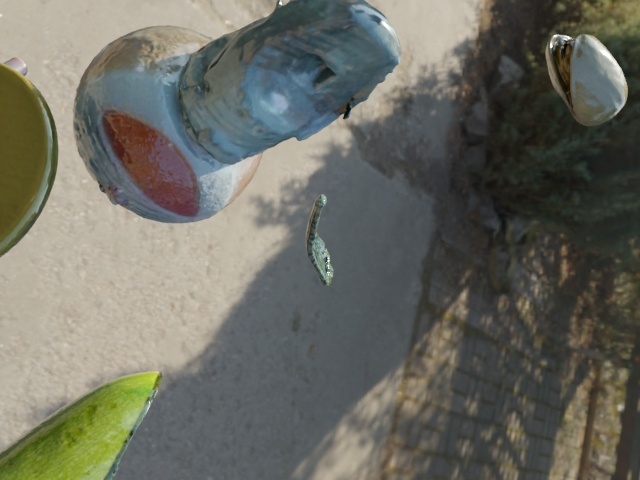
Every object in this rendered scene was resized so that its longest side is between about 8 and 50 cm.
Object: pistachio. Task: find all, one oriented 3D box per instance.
[{"bbox_3d":[0.497,-0.306,1.425,0.206,0.129,0.131,39,69,-36],"label":"pistachio"}]

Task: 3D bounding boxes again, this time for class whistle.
[{"bbox_3d":[-0.091,-0.111,0.651,0.189,0.348,0.189,16,68,-47],"label":"whistle"}]

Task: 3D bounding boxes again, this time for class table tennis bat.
[{"bbox_3d":[-0.359,-0.083,0.624,0.198,0.321,0.050,-63,163,-11],"label":"table tennis bat"}]

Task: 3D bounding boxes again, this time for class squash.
[{"bbox_3d":[-0.338,0.342,1.125,0.309,0.233,0.210,-29,80,-29],"label":"squash"}]

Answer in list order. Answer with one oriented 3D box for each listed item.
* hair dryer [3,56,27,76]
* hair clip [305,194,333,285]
[{"bbox_3d":[-0.510,-0.265,1.301,0.063,0.114,0.037,-49,175,-39],"label":"hair dryer"},{"bbox_3d":[-0.002,0.000,1.192,0.229,0.036,0.066,84,13,-57],"label":"hair clip"}]
